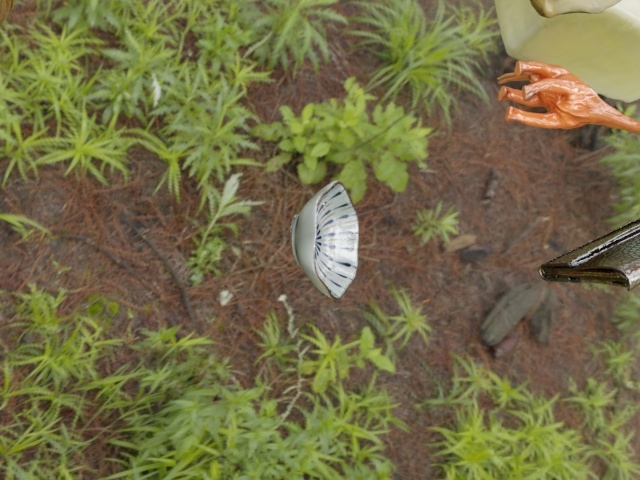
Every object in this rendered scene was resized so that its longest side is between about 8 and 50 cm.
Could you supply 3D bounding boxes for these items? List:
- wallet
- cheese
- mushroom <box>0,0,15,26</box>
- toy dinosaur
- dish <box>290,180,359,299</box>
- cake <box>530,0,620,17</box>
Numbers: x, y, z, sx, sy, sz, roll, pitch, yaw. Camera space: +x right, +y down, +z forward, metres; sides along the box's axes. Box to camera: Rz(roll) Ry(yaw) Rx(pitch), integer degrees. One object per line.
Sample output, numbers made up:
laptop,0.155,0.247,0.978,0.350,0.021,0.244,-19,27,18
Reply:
wallet,0.409,0.004,0.941,0.243,0.133,0.039,-19,103,-29
cheese,0.299,-0.317,0.835,0.243,0.124,0.265,7,67,-31
mushroom,-0.352,-0.291,0.625,0.208,0.233,0.301,14,68,0
toy dinosaur,0.233,-0.134,0.712,0.101,0.055,0.279,-1,30,-9
dish,0.000,0.000,1.178,0.191,0.066,0.190,0,90,-66
cake,0.207,-0.350,0.422,0.293,0.307,0.314,29,52,-40
